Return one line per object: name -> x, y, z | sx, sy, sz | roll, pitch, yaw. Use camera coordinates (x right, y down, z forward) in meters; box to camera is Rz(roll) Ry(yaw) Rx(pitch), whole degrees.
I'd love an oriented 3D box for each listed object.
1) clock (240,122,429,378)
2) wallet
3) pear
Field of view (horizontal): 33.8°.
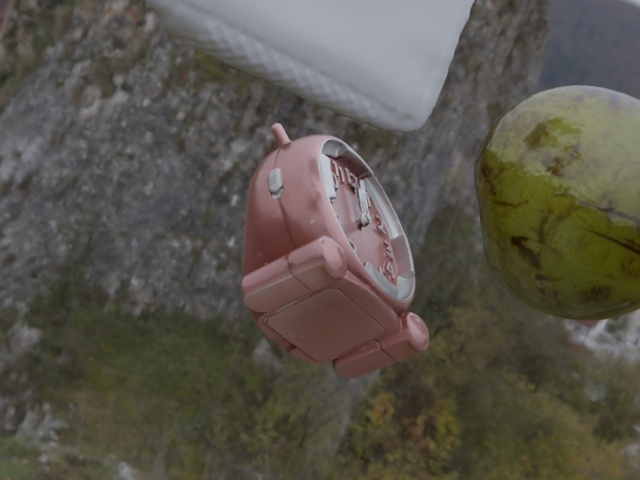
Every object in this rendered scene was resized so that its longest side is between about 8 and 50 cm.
clock -> 0.000, 0.000, 1.136 | 0.227, 0.142, 0.241 | 41, 34, -44
wallet -> 0.004, -0.130, 0.498 | 0.183, 0.124, 0.032 | 18, 4, -39
pear -> 0.312, -0.045, 1.212 | 0.283, 0.284, 0.283 | 21, 12, -5
